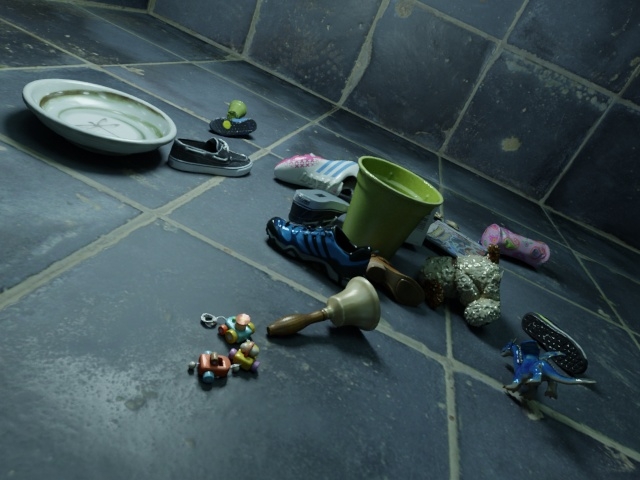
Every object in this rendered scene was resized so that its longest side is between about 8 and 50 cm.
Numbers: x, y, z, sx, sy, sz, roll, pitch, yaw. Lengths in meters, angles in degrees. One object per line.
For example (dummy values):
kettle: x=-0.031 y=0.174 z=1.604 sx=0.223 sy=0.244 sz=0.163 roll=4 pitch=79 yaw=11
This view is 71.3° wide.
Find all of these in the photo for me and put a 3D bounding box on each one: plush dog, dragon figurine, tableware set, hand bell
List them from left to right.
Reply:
hand bell: x=-0.004 y=0.160 z=0.956 sx=0.241 sy=0.126 sz=0.126 roll=-9 pitch=41 yaw=-31
tableware set: x=0.528 y=-0.087 z=1.898 sx=0.141 sy=0.020 sz=0.168 roll=33 pitch=8 yaw=14
plush dog: x=0.404 y=0.109 z=1.320 sx=0.225 sy=0.211 sz=0.262 roll=2 pitch=22 yaw=12
dragon figurine: x=0.508 y=0.285 z=1.039 sx=0.085 sy=0.289 sz=0.144 roll=24 pitch=64 yaw=1

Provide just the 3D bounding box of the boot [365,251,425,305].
boot: x=0.200 y=0.098 z=1.264 sx=0.197 sy=0.073 sz=0.152 roll=35 pitch=11 yaw=-12

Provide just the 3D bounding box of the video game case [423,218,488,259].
video game case: x=0.515 y=0.017 z=1.720 sx=0.248 sy=0.035 sz=0.274 roll=35 pitch=28 yaw=19

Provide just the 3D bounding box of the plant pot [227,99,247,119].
plant pot: x=-0.376 y=-0.565 z=1.971 sx=0.083 sy=0.083 sz=0.079 roll=22 pitch=38 yaw=-7

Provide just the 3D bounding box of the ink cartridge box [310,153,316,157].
ink cartridge box: x=-0.007 y=-0.283 z=1.772 sx=0.088 sy=0.052 sz=0.122 roll=31 pitch=21 yaw=-32

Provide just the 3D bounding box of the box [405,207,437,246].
box: x=0.287 y=-0.098 z=1.552 sx=0.181 sy=0.181 sz=0.119 roll=15 pitch=16 yaw=-18

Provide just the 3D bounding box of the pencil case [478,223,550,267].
pencil case: x=0.822 y=0.026 z=1.890 sx=0.284 sy=0.124 sz=0.124 roll=17 pitch=27 yaw=-14

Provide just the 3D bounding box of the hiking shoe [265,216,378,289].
hiking shoe: x=0.000 y=0.000 z=1.190 sx=0.304 sy=0.132 sz=0.113 roll=29 pitch=26 yaw=8

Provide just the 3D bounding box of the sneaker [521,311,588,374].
sneaker: x=0.710 y=0.293 z=1.331 sx=0.097 sy=0.084 sz=0.235 roll=10 pitch=30 yaw=-31

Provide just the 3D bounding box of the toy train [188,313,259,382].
toy train: x=-0.168 y=0.181 z=0.807 sx=0.125 sy=0.046 sz=0.166 roll=15 pitch=28 yaw=-21

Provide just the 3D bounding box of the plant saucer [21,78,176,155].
plant saucer: x=-0.630 y=-0.338 z=1.295 sx=0.400 sy=0.101 sz=0.400 roll=20 pitch=27 yaw=-11

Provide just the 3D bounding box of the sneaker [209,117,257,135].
sneaker: x=-0.362 y=-0.457 z=1.807 sx=0.209 sy=0.069 sz=0.082 roll=-14 pitch=12 yaw=-40

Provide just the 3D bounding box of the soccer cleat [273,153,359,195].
soccer cleat: x=0.002 y=-0.227 z=1.605 sx=0.331 sy=0.116 sz=0.143 roll=-4 pitch=62 yaw=-18

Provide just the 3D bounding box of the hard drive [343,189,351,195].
hard drive: x=0.087 y=-0.246 z=1.795 sx=0.094 sy=0.022 sz=0.135 roll=50 pitch=17 yaw=-25

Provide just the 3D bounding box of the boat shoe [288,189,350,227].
boat shoe: x=0.000 y=-0.089 z=1.382 sx=0.113 sy=0.105 sz=0.306 roll=30 pitch=16 yaw=17

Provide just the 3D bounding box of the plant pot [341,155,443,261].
plant pot: x=0.188 y=-0.079 z=1.364 sx=0.275 sy=0.254 sz=0.276 roll=21 pitch=26 yaw=-11

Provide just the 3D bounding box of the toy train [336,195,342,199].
toy train: x=0.046 y=-0.133 z=1.597 sx=0.036 sy=0.027 sz=0.158 roll=40 pitch=27 yaw=4

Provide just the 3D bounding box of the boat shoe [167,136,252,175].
boat shoe: x=-0.339 y=-0.280 z=1.439 sx=0.301 sy=0.102 sz=0.108 roll=-2 pitch=37 yaw=-43
